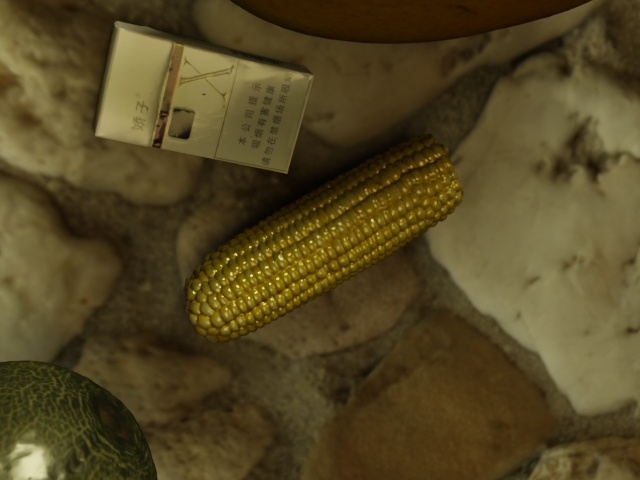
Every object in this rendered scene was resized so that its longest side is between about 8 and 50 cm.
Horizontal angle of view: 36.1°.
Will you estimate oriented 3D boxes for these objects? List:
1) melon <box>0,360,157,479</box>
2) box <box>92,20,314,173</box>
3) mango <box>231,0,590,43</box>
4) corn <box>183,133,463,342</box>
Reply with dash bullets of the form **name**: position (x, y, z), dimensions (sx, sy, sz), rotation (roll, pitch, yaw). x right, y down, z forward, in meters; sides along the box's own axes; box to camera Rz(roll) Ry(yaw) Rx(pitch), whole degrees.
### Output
- **melon**: position (-0.268, 0.231, 0.746), dimensions (0.301, 0.237, 0.237), rotation (-41, 118, 4)
- **box**: position (-0.090, -0.109, 0.755), dimensions (0.154, 0.040, 0.084), rotation (10, 111, -21)
- **mango**: position (0.092, -0.246, 0.632), dimensions (0.377, 0.264, 0.221), rotation (-19, 76, -3)
- **corn**: position (0.000, 0.000, 0.807), dimensions (0.248, 0.081, 0.081), rotation (-31, 118, -2)
